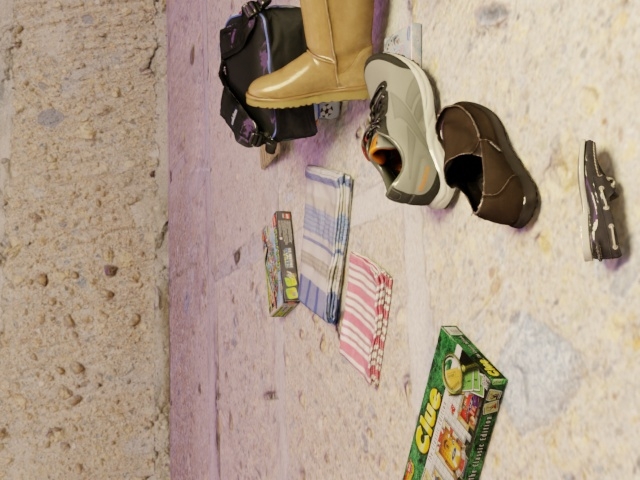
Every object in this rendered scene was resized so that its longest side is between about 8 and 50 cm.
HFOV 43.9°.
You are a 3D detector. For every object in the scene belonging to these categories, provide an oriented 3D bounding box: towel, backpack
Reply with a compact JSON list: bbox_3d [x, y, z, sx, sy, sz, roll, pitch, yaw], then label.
[{"bbox_3d":[0.068,0.128,1.327,0.144,0.029,0.197,-144,58,-66],"label":"towel"},{"bbox_3d":[-0.088,-0.323,1.496,0.263,0.213,0.277,27,120,56],"label":"backpack"},{"bbox_3d":[0.000,0.000,1.509,0.209,0.034,0.285,-150,64,-67],"label":"towel"}]

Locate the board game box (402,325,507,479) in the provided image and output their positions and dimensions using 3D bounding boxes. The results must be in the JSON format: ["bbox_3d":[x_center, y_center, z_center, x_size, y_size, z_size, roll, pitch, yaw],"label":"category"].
[{"bbox_3d":[0.171,0.258,1.052,0.136,0.030,0.260,-127,43,-61],"label":"board game box"}]

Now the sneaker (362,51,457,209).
[{"bbox_3d":[0.107,-0.164,1.121,0.100,0.108,0.272,119,142,-50],"label":"sneaker"}]

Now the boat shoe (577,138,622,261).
[{"bbox_3d":[0.276,-0.041,0.787,0.046,0.038,0.125,35,-126,-64],"label":"boat shoe"}]

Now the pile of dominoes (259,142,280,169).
[{"bbox_3d":[-0.104,-0.273,1.824,0.251,0.040,0.196,155,115,-76],"label":"pile of dominoes"}]

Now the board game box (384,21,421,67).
[{"bbox_3d":[0.126,-0.277,1.217,0.090,0.020,0.090,173,98,-68],"label":"board game box"}]

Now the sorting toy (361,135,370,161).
[{"bbox_3d":[0.104,-0.140,1.250,0.102,0.042,0.061,52,153,42],"label":"sorting toy"}]

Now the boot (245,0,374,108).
[{"bbox_3d":[-0.021,-0.358,1.275,0.089,0.236,0.270,-88,-9,-68],"label":"boot"}]

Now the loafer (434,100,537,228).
[{"bbox_3d":[0.185,-0.102,0.968,0.220,0.078,0.080,-113,32,-47],"label":"loafer"}]

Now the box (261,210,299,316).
[{"bbox_3d":[-0.088,0.051,1.727,0.114,0.036,0.207,132,136,-59],"label":"box"}]
